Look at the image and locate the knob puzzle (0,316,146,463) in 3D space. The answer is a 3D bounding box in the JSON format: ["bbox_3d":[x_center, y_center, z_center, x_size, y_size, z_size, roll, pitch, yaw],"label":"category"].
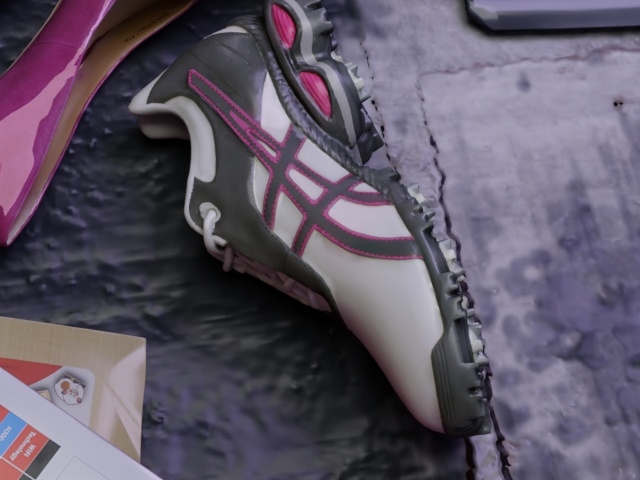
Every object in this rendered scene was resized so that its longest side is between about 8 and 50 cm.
[{"bbox_3d":[-0.177,0.128,0.907,0.213,0.030,0.213,6,62,-11],"label":"knob puzzle"}]

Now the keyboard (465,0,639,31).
[{"bbox_3d":[0.228,-0.220,1.161,0.317,0.033,0.201,-4,61,-11],"label":"keyboard"}]

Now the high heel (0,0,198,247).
[{"bbox_3d":[-0.108,-0.097,1.012,0.244,0.082,0.117,-32,66,-20],"label":"high heel"}]

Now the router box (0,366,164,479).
[{"bbox_3d":[-0.127,0.265,0.788,0.301,0.082,0.335,35,62,3],"label":"router box"}]

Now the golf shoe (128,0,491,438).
[{"bbox_3d":[0.000,0.000,0.981,0.120,0.105,0.272,-26,61,-3],"label":"golf shoe"}]
